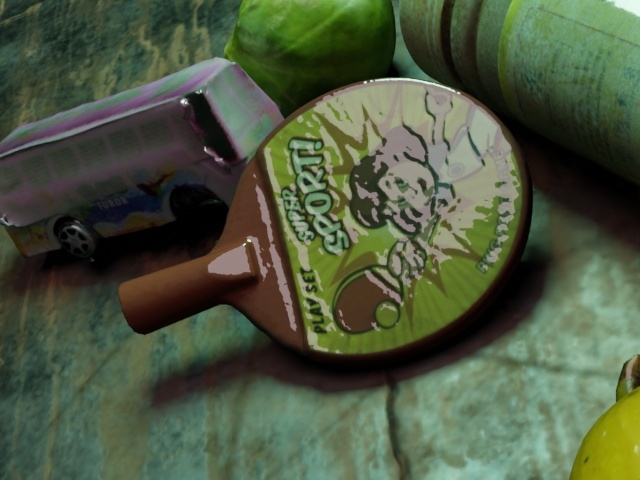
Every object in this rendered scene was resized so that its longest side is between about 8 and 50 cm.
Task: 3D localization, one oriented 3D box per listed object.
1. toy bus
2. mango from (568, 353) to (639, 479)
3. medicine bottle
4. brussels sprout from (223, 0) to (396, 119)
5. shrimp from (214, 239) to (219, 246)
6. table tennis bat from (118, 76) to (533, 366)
[{"bbox_3d":[-0.155,-0.062,1.051,0.274,0.112,0.090,-13,27,32],"label":"toy bus"},{"bbox_3d":[0.207,0.177,0.580,0.177,0.119,0.316,-21,49,11],"label":"mango"},{"bbox_3d":[0.203,-0.129,0.862,0.151,0.151,0.322,-41,40,-9],"label":"medicine bottle"},{"bbox_3d":[0.003,-0.161,1.056,0.149,0.151,0.122,-27,63,-34],"label":"brussels sprout"},{"bbox_3d":[0.025,-0.029,0.967,0.217,0.051,0.150,-10,40,15],"label":"shrimp"},{"bbox_3d":[0.000,0.000,0.897,0.310,0.038,0.200,-20,71,16],"label":"table tennis bat"}]
